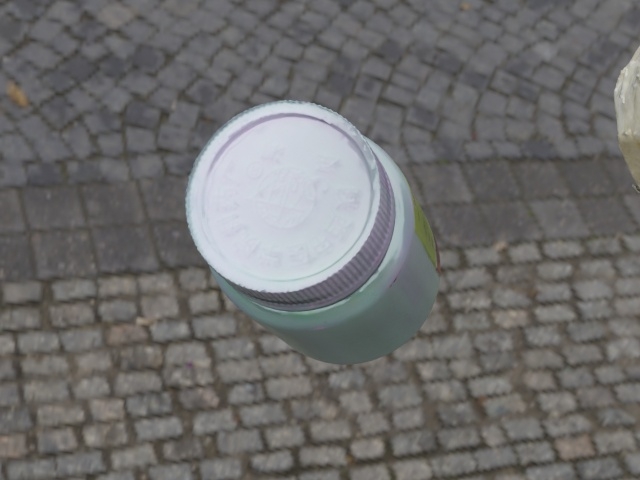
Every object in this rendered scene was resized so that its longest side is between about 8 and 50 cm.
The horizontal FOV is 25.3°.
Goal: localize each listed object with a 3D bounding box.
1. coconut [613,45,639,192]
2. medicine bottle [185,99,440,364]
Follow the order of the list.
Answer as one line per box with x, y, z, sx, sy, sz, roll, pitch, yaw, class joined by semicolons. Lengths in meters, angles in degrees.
0.360;-0.100;0.909;0.297;0.297;0.254;34;77;14;coconut
0.000;0.000;0.948;0.139;0.225;0.139;-3;76;12;medicine bottle
